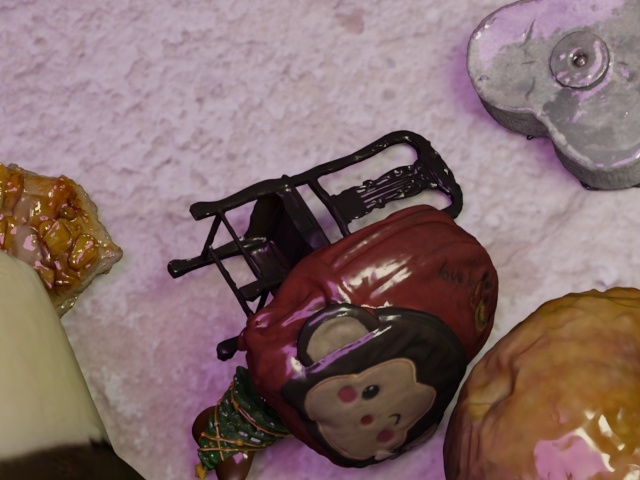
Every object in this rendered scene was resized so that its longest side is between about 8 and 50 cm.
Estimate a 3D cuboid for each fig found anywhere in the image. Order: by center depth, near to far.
[{"bbox_3d":[0.174,0.197,1.423,0.369,0.286,0.286,-30,63,44],"label":"fig"}]

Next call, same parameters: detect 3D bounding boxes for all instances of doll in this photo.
[{"bbox_3d":[-0.075,0.159,1.577,0.113,0.077,0.078,-38,59,7],"label":"doll"}]

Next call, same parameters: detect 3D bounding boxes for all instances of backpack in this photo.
[{"bbox_3d":[0.045,0.067,1.495,0.229,0.229,0.139,-45,54,4],"label":"backpack"}]

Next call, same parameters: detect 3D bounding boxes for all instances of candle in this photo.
[{"bbox_3d":[0.226,-0.144,1.556,0.192,0.068,0.168,35,88,22],"label":"candle"}]

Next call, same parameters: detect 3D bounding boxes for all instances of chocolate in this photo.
[{"bbox_3d":[-0.329,0.132,1.531,0.326,0.314,0.297,-13,81,18],"label":"chocolate"}]

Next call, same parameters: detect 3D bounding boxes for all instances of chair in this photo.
[{"bbox_3d":[0.000,0.000,1.600,0.229,0.113,0.106,-19,63,-26],"label":"chair"}]

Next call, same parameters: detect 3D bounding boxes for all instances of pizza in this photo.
[{"bbox_3d":[-0.253,0.010,1.697,0.161,0.062,0.182,1,74,19],"label":"pizza"}]
